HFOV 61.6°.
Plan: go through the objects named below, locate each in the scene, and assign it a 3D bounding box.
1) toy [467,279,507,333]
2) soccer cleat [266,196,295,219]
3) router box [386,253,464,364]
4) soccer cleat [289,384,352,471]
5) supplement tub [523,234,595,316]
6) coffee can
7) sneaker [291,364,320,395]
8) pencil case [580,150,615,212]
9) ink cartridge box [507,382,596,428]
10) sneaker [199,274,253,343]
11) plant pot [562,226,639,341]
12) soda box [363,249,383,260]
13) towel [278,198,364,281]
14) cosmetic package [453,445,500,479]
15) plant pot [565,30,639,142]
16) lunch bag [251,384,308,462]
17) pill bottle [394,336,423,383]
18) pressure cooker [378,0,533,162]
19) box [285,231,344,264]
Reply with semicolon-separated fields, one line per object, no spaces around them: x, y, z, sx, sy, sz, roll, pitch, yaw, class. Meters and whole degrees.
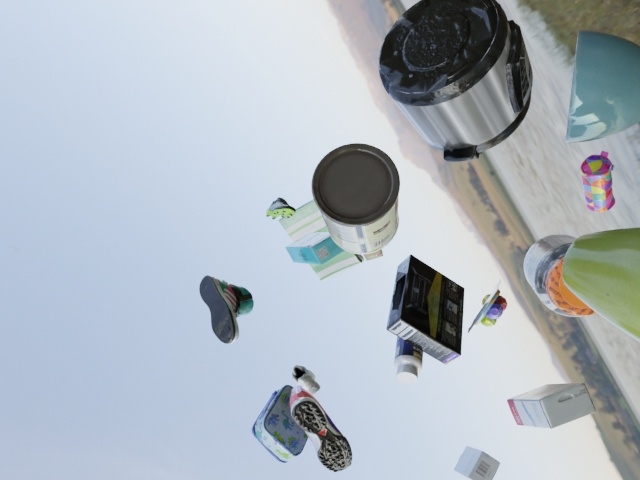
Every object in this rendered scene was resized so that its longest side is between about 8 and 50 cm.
0.452;0.180;1.414;0.056;0.136;0.237;32;-168;13;toy
-0.134;-0.115;1.838;0.060;0.179;0.072;26;-103;-27;soccer cleat
0.360;0.225;1.804;0.243;0.081;0.308;32;-138;-10;router box
0.003;0.583;1.666;0.318;0.109;0.116;59;-179;-22;soccer cleat
0.711;0.097;1.545;0.207;0.207;0.338;61;-164;1;supplement tub
0.096;-0.093;1.345;0.275;0.202;0.201;64;-177;-73;coffee can
-0.074;0.543;2.175;0.115;0.090;0.232;58;166;-12;sneaker
0.961;-0.196;1.854;0.236;0.105;0.104;53;-161;-48;pencil case
0.565;0.407;1.326;0.175;0.128;0.072;110;143;-73;ink cartridge box
-0.311;0.255;1.922;0.179;0.123;0.295;18;-150;-44;sneaker
0.656;0.083;1.079;0.274;0.274;0.294;50;166;-29;plant pot
0.165;-0.025;1.855;0.058;0.062;0.181;54;-157;-52;soda box
0.000;0.000;2.204;0.324;0.248;0.038;55;-144;-8;towel
0.602;0.876;2.080;0.086;0.117;0.231;32;168;10;cosmetic package
0.762;-0.398;1.403;0.290;0.196;0.289;6;-90;-67;plant pot
-0.116;0.597;1.769;0.176;0.090;0.219;45;-146;-6;lunch bag
0.296;0.388;1.796;0.094;0.094;0.169;49;-144;-30;pill bottle
0.408;-0.462;1.566;0.420;0.370;0.375;35;-164;-50;pressure cooker
-0.017;0.022;1.628;0.060;0.101;0.244;63;161;-10;box
